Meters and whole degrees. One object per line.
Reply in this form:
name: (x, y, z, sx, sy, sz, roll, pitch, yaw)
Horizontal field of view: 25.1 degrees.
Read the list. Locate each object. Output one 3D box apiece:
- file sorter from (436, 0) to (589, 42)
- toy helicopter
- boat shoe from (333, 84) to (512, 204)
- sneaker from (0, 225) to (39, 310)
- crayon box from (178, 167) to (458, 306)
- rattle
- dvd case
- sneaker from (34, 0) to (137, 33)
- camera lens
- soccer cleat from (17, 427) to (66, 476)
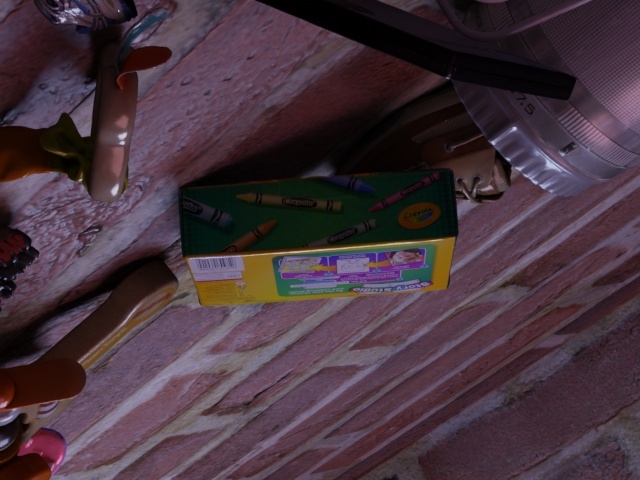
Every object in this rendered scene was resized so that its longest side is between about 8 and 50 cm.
file sorter: (0.150, -0.286, 0.972, 0.193, 0.173, 0.277, -24, 162, -9)
toy helicopter: (-0.303, 0.144, 1.565, 0.355, 0.140, 0.235, -42, 165, -1)
boat shoe: (0.161, -0.101, 1.551, 0.324, 0.120, 0.122, -33, 161, 14)
sneaker: (-0.352, 0.033, 1.233, 0.097, 0.135, 0.276, -55, 173, 30)
crayon box: (0.000, 0.000, 1.505, 0.279, 0.081, 0.165, -4, 160, 0)
rattle: (-0.195, -0.112, 1.086, 0.143, 0.130, 0.199, 21, 162, -5)
dvd case: (0.046, -0.162, 1.078, 0.180, 0.253, 0.022, 1, 112, -54)
sneaker: (-0.176, -0.175, 1.000, 0.058, 0.052, 0.135, -26, 161, 8)
camera lens: (0.279, -0.196, 1.310, 0.274, 0.219, 0.219, -39, 159, 29)
soccer cleat: (-0.431, 0.318, 1.924, 0.248, 0.083, 0.095, -40, -172, 19)
